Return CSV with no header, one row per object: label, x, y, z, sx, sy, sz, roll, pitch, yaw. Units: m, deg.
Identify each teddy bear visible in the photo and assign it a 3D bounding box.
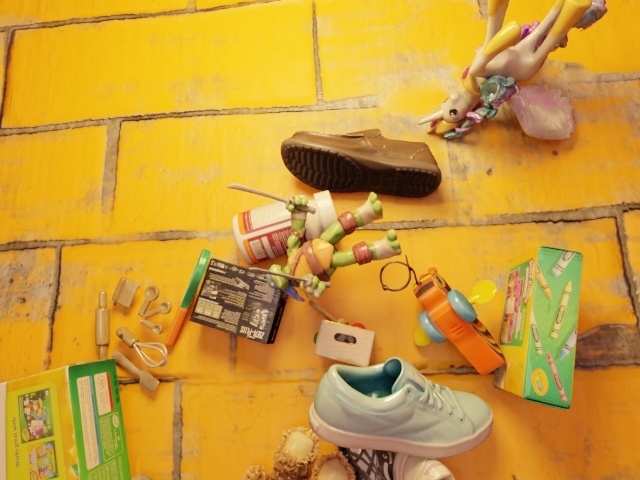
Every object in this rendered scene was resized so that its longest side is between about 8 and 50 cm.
teddy bear,-0.065,0.536,0.777,0.245,0.113,0.337,10,77,18

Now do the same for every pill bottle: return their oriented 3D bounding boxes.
pill bottle,-0.074,-0.032,0.907,0.221,0.121,0.121,-17,76,1

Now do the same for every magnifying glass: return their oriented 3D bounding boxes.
magnifying glass,-0.302,0.128,0.921,0.026,0.092,0.230,21,91,-18

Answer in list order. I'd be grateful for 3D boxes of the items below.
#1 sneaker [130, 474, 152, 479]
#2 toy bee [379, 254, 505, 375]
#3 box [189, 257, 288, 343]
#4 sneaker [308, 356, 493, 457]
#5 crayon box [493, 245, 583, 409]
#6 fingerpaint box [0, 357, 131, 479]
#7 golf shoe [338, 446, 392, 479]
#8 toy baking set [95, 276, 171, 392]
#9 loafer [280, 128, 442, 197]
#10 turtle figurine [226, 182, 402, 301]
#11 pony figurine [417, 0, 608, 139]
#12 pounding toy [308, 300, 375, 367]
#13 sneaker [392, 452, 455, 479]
sneaker,-0.274,0.552,0.786,0.281,0.105,0.115,30,71,32
toy bee,0.259,0.121,0.831,0.195,0.162,0.298,-21,106,19
box,-0.173,0.135,0.901,0.180,0.077,0.147,14,79,9
sneaker,0.169,0.293,0.740,0.366,0.135,0.150,5,114,-16
crayon box,0.418,0.164,0.788,0.081,0.165,0.278,11,79,8
fingerpaint box,-0.591,0.505,0.810,0.371,0.163,0.444,-16,78,4
golf shoe,0.089,0.427,0.818,0.094,0.077,0.198,-21,78,-15
toy baking set,-0.429,0.210,0.916,0.197,0.030,0.256,-2,83,17
loafer,0.092,-0.188,0.939,0.366,0.133,0.130,11,55,-2
turtle figurine,0.000,0.000,0.756,0.266,0.198,0.274,-23,121,1
pony figurine,0.411,-0.372,0.856,0.351,0.363,0.302,-14,68,-14
pounding toy,0.040,0.194,0.838,0.141,0.130,0.100,12,78,9
sneaker,0.214,0.535,0.720,0.114,0.152,0.305,-13,84,-19
